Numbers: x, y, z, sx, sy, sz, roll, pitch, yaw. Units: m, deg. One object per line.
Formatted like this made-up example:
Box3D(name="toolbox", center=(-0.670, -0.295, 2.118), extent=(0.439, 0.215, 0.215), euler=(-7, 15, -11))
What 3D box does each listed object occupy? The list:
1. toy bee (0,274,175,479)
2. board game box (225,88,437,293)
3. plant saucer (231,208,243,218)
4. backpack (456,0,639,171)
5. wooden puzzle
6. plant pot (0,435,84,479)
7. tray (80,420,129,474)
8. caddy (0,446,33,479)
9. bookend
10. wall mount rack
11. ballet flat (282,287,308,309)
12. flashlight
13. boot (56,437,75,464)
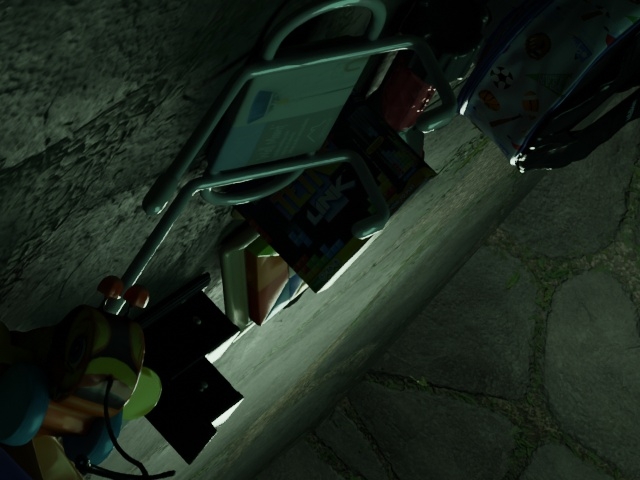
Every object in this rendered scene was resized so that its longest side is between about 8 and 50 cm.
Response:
Box3D(name="toy bee", center=(-0.197, 0.111, 1.547), extent=(0.195, 0.298, 0.162), euler=(29, 77, -55))
Box3D(name="board game box", center=(0.009, -0.055, 1.835), extent=(0.170, 0.141, 0.048), euler=(-47, 173, 18))
Box3D(name="plant saucer", center=(-0.061, -0.049, 1.967), extent=(0.083, 0.015, 0.083), euler=(-42, 171, -8))
Box3D(name="backpack", center=(0.267, -0.217, 2.022), extent=(0.263, 0.213, 0.276), euler=(-49, 168, -23))
Box3D(name="wooden puzzle", center=(-0.028, 0.008, 2.165), extent=(0.221, 0.044, 0.239), euler=(-40, 159, -23))
Box3D(name="plant pot", center=(-0.330, 0.363, 1.940), extent=(0.203, 0.291, 0.291), euler=(-27, 171, -1))
Box3D(name="tray", center=(-0.286, 0.240, 2.261), extent=(0.270, 0.030, 0.145), euler=(-47, 171, 19))
Box3D(name="caddy", center=(-0.335, 0.322, 1.641), extent=(0.241, 0.179, 0.341), euler=(-42, -176, -28))
Box3D(name="bookend", center=(-0.138, 0.142, 2.053), extent=(0.156, 0.157, 0.072), euler=(-34, 167, -44))
Box3D(name="wall mount rack", center=(-0.053, -0.064, 1.591), extent=(0.304, 0.130, 0.350), euler=(-15, 158, -24))
Box3D(name="ballet flat", center=(0.000, 0.000, 2.355), extent=(0.250, 0.058, 0.084), euler=(-44, 132, -30))
Box3D(name="flashlight", center=(0.093, -0.147, 1.919), extent=(0.103, 0.103, 0.304), euler=(-36, 170, -26))
Box3D(name="boot", center=(-0.340, 0.278, 2.135), extent=(0.114, 0.037, 0.106), euler=(-44, 149, -16))
